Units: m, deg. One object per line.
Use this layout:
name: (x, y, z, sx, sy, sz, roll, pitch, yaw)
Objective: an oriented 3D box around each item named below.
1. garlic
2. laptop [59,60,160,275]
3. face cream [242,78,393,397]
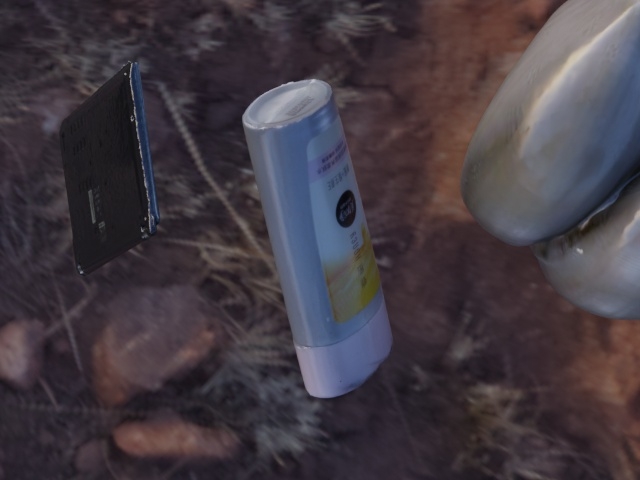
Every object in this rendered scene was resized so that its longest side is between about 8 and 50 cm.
garlic: (0.257, -0.078, 1.370, 0.231, 0.340, 0.246, 39, 47, 10)
laptop: (-0.161, -0.050, 1.281, 0.016, 0.180, 0.129, -5, 81, -27)
face cream: (0.000, 0.000, 1.458, 0.107, 0.073, 0.269, -40, 129, -40)
